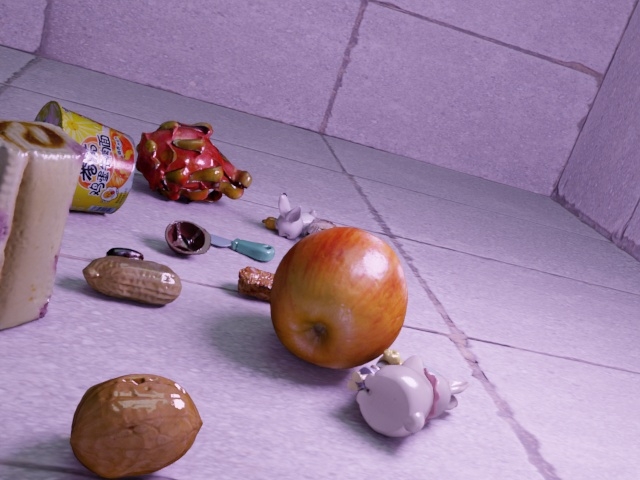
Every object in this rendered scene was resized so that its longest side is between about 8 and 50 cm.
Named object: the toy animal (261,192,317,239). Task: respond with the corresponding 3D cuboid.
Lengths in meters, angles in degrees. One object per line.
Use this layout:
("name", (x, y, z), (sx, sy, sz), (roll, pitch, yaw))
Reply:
("toy animal", (-0.086, -0.066, 2.075), (0.131, 0.127, 0.182), (37, 13, 28))

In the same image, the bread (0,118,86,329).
("bread", (-0.518, -0.024, 1.212), (0.155, 0.338, 0.187), (30, 19, 28))

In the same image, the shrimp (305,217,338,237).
("shrimp", (0.000, 0.000, 2.024), (0.126, 0.047, 0.223), (53, 32, 7))

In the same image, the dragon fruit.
("dragon fruit", (-0.371, -0.204, 2.085), (0.307, 0.243, 0.227), (53, -12, -11))

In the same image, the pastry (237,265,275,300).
("pastry", (-0.110, 0.108, 1.658), (0.170, 0.063, 0.087), (18, 27, -16))

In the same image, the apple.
("apple", (0.031, 0.114, 1.434), (0.286, 0.286, 0.233), (22, 36, 11))

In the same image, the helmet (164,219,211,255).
("helmet", (-0.319, 0.006, 1.748), (0.111, 0.057, 0.089), (20, 54, -12))

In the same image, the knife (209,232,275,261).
("knife", (-0.242, 0.006, 1.873), (0.261, 0.034, 0.063), (14, 25, 7))

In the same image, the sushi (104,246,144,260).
("sushi", (-0.420, 0.036, 1.582), (0.083, 0.045, 0.044), (9, 20, -26))

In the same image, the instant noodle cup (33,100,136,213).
("instant noodle cup", (-0.574, -0.183, 1.765), (0.200, 0.264, 0.264), (13, 18, -38))

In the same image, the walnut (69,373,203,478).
("walnut", (-0.250, 0.250, 1.008), (0.180, 0.144, 0.144), (-1, 25, -25))

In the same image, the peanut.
("peanut", (-0.370, 0.074, 1.461), (0.194, 0.083, 0.093), (15, 33, -15))

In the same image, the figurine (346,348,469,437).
("figurine", (0.168, 0.275, 1.363), (0.155, 0.127, 0.236), (18, 11, 32))
